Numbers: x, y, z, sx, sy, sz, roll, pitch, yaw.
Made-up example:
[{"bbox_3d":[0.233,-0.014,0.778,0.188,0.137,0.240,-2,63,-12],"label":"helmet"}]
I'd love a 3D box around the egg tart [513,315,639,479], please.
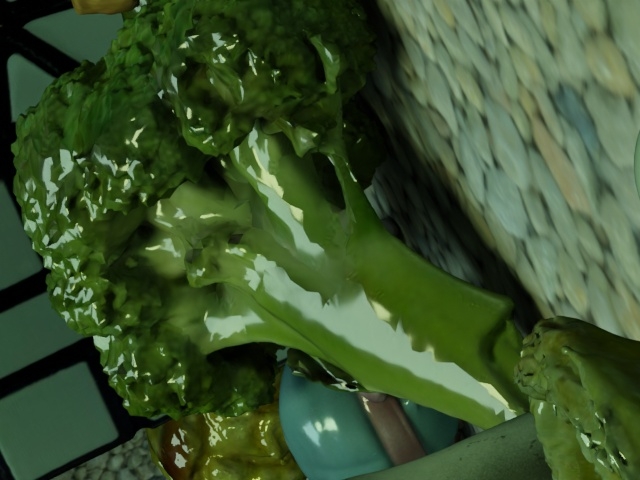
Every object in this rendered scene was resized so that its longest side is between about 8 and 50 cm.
[{"bbox_3d":[0.134,0.103,0.677,0.197,0.078,0.197,63,173,14],"label":"egg tart"}]

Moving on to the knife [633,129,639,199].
[{"bbox_3d":[0.131,-0.022,0.496,0.222,0.031,0.064,166,82,-77],"label":"knife"}]

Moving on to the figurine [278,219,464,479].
[{"bbox_3d":[0.020,0.081,1.193,0.260,0.102,0.205,-112,3,-60],"label":"figurine"}]

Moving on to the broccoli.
[{"bbox_3d":[-0.012,-0.029,0.997,0.302,0.186,0.254,-6,113,35],"label":"broccoli"}]

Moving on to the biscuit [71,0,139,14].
[{"bbox_3d":[-0.128,-0.265,0.936,0.355,0.052,0.275,92,169,-55],"label":"biscuit"}]

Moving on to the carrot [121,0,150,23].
[{"bbox_3d":[-0.081,-0.098,1.200,0.074,0.074,0.359,-130,26,-57],"label":"carrot"}]

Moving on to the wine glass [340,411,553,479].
[{"bbox_3d":[0.069,0.105,0.798,0.072,0.155,0.072,60,170,18],"label":"wine glass"}]

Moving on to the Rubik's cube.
[{"bbox_3d":[-0.183,-0.045,1.413,0.288,0.293,0.283,51,167,48],"label":"Rubik's cube"}]

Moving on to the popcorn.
[{"bbox_3d":[-0.072,0.117,1.626,0.189,0.169,0.218,95,158,-62],"label":"popcorn"}]
